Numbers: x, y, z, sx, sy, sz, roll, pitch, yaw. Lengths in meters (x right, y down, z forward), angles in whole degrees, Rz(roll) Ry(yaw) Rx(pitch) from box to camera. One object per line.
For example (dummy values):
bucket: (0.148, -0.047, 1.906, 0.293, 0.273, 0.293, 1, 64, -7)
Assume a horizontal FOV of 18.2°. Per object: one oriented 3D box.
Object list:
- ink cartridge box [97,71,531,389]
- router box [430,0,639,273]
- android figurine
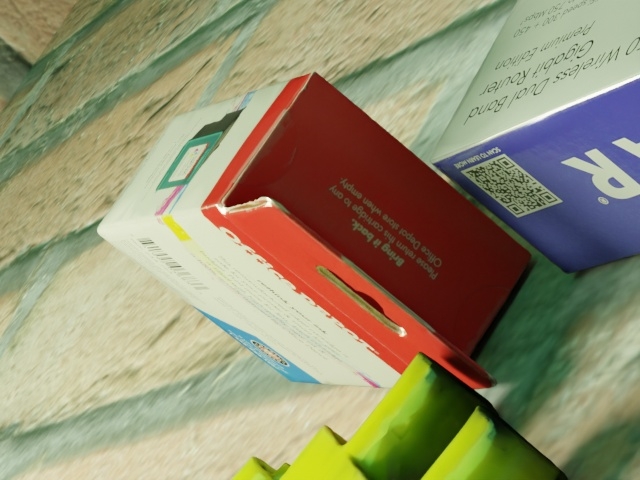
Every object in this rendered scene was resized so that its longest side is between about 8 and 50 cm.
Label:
ink cartridge box: (0.000, 0.000, 0.907, 0.078, 0.134, 0.231, -56, 18, -15)
router box: (0.219, -0.155, 0.740, 0.335, 0.082, 0.301, -22, 34, 59)
android figurine: (-0.022, 0.167, 0.761, 0.273, 0.056, 0.248, -49, 17, 2)
